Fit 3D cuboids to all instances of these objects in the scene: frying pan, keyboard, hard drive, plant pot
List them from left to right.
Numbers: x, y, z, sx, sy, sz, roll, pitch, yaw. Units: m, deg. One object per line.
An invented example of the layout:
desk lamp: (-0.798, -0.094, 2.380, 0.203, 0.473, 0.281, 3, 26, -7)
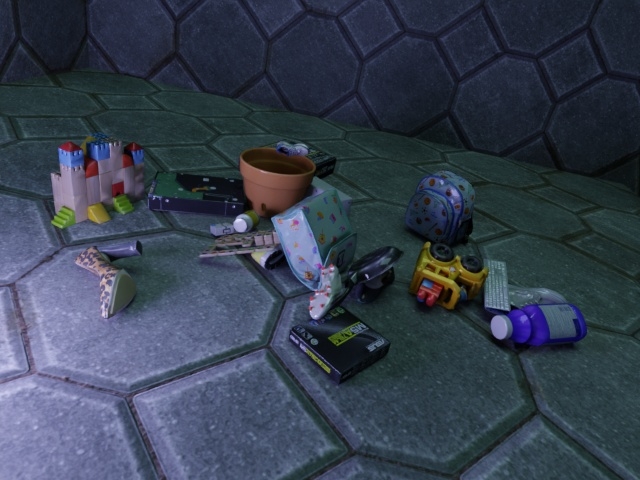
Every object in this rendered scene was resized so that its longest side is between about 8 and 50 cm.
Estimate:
hard drive: (-0.464, -0.179, 1.681, 0.338, 0.064, 0.237, 4, 29, -15)
plant pot: (-0.176, -0.218, 1.714, 0.290, 0.204, 0.291, 9, 29, -5)
frying pan: (0.108, 0.106, 1.334, 0.326, 0.053, 0.197, -31, 7, -12)
keyboard: (0.560, 0.136, 1.405, 0.072, 0.014, 0.256, 4, 33, 17)

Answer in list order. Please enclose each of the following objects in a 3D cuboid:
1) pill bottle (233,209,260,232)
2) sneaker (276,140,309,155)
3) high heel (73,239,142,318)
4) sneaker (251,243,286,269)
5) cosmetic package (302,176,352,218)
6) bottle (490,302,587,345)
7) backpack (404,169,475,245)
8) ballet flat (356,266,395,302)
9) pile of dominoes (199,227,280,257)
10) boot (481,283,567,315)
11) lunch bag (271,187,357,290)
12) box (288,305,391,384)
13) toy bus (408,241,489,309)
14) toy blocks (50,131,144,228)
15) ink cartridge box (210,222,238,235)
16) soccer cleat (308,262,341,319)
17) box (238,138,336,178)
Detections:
pill bottle: (-0.258, -0.064, 1.529, 0.065, 0.065, 0.116, 15, 17, 7)
sneaker: (-0.110, -0.349, 1.723, 0.135, 0.052, 0.058, 9, 37, 10)
high heel: (-0.575, 0.110, 1.133, 0.186, 0.093, 0.261, -11, 42, 4)
sneaker: (-0.138, 0.022, 1.426, 0.094, 0.082, 0.208, 21, 28, 30)
cosmetic package: (0.014, -0.160, 1.775, 0.085, 0.118, 0.231, -14, 36, -38)
bottle: (0.630, 0.246, 1.278, 0.282, 0.092, 0.118, 0, 62, -19)
backpack: (0.474, -0.137, 1.749, 0.276, 0.264, 0.213, 32, 35, 31)
ballet flat: (0.174, 0.123, 1.369, 0.074, 0.074, 0.203, 27, 32, 26)
pile of dominoes: (-0.237, -0.009, 1.393, 0.251, 0.040, 0.196, -6, 19, 6)
boot: (0.641, 0.208, 1.387, 0.258, 0.095, 0.123, 10, 33, 14)
lunch bag: (0.000, 0.000, 1.363, 0.160, 0.263, 0.223, -16, 12, 36)
box: (0.048, 0.254, 1.110, 0.190, 0.045, 0.184, -17, 36, -41)
toy bus: (0.385, 0.136, 1.365, 0.220, 0.150, 0.211, 23, 43, 15)
toy blocks: (-0.732, -0.233, 1.470, 0.190, 0.261, 0.381, 22, 30, 18)
ink cartridge box: (-0.329, -0.040, 1.508, 0.083, 0.028, 0.048, -10, 22, -35)
soccer cleat: (0.023, 0.146, 1.196, 0.068, 0.076, 0.196, -17, 32, 28)
box: (-0.150, -0.374, 2.121, 0.318, 0.097, 0.395, 24, 31, 19)
